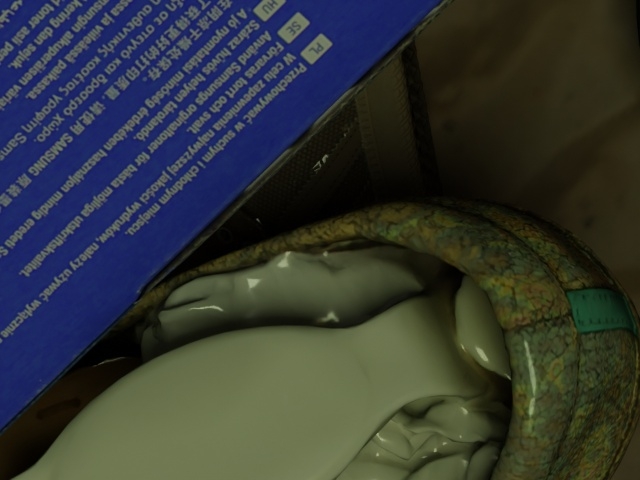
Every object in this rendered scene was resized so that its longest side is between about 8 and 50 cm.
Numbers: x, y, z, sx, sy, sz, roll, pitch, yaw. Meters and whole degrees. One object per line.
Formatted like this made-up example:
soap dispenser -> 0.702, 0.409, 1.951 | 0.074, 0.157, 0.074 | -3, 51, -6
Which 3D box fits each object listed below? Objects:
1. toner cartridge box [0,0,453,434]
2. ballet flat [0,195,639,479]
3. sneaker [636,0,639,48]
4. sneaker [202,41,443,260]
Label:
toner cartridge box -> -0.046, -0.095, 0.323 | 0.348, 0.075, 0.165 | -43, 123, 11
ballet flat -> -0.084, 0.085, 0.491 | 0.348, 0.123, 0.123 | -26, 112, 8
sneaker -> 0.208, -0.140, 0.511 | 0.116, 0.136, 0.314 | 42, 97, -20
sneaker -> 0.000, 0.000, 0.566 | 0.071, 0.066, 0.188 | -8, 106, 9
